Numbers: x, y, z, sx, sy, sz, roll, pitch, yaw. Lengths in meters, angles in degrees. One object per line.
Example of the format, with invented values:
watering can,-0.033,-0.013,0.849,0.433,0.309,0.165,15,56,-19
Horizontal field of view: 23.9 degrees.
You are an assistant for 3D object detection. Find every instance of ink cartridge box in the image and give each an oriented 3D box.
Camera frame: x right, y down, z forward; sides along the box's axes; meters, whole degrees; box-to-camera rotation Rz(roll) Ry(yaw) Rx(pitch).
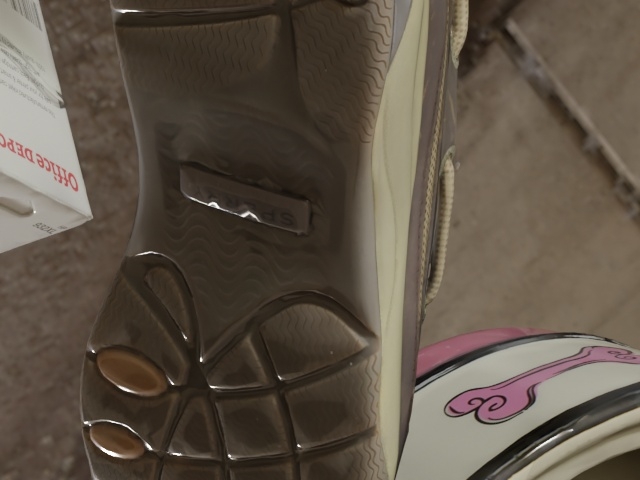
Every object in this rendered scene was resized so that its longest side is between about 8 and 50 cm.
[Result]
ink cartridge box,-0.338,-0.160,1.366,0.129,0.308,0.223,-20,163,12

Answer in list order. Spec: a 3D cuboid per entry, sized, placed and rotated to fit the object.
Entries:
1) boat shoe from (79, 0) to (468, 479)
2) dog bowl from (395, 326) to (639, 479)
boat shoe,0.000,0.000,0.571,0.130,0.132,0.355,-39,146,-50
dog bowl,0.101,0.229,0.823,0.408,0.150,0.408,-16,120,-29
